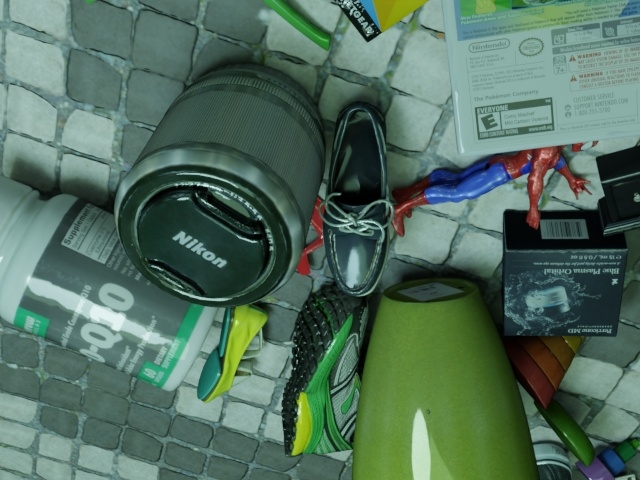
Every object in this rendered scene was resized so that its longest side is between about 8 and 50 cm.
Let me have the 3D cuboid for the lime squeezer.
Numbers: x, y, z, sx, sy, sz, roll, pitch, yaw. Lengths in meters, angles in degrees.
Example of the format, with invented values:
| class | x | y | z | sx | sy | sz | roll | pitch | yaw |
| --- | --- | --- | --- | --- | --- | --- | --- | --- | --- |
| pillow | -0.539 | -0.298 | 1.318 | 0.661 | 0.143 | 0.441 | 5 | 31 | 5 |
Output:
| class | x | y | z | sx | sy | sz | roll | pitch | yaw |
| --- | --- | --- | --- | --- | --- | --- | --- | --- | --- |
| lime squeezer | -0.135 | -0.308 | 0.988 | 0.311 | 0.058 | 0.110 | 10 | 158 | 1 |

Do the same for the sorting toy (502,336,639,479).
| class | x | y | z | sx | sy | sz | roll | pitch | yaw |
| --- | --- | --- | --- | --- | --- | --- | --- | --- | --- |
| sorting toy | 0.410 | 0.253 | 1.291 | 0.126 | 0.127 | 0.365 | -38 | 118 | 0 |

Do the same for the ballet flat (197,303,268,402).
| class | x | y | z | sx | sy | sz | roll | pitch | yaw |
| --- | --- | --- | --- | --- | --- | --- | --- | --- | --- |
| ballet flat | -0.140 | 0.190 | 1.347 | 0.077 | 0.077 | 0.230 | 10 | 128 | -18 |

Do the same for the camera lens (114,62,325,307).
| class | x | y | z | sx | sy | sz | roll | pitch | yaw |
| --- | --- | --- | --- | --- | --- | --- | --- | --- | --- |
| camera lens | -0.112 | -0.071 | 1.012 | 0.220 | 0.274 | 0.219 | 5 | 128 | 7 |

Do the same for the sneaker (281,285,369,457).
| class | x | y | z | sx | sy | sz | roll | pitch | yaw |
| --- | --- | --- | --- | --- | --- | --- | --- | --- | --- |
| sneaker | 0.028 | 0.207 | 1.309 | 0.147 | 0.134 | 0.343 | 1 | 130 | -13 |

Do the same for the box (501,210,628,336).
| class | x | y | z | sx | sy | sz | roll | pitch | yaw |
| --- | --- | --- | --- | --- | --- | --- | --- | --- | --- |
| box | 0.330 | 0.046 | 1.134 | 0.156 | 0.093 | 0.158 | -1 | 128 | 11 |

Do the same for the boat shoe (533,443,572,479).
| class | x | y | z | sx | sy | sz | roll | pitch | yaw |
| --- | --- | --- | --- | --- | --- | --- | --- | --- | --- |
| boat shoe | 0.281 | 0.456 | 1.434 | 0.121 | 0.119 | 0.335 | 41 | 125 | -21 |

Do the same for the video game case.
| class | x | y | z | sx | sy | sz | roll | pitch | yaw |
| --- | --- | --- | --- | --- | --- | --- | --- | --- | --- |
| video game case | 0.296 | -0.256 | 0.880 | 0.329 | 0.036 | 0.299 | -6 | 108 | 10 |

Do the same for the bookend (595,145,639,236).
| class | x | y | z | sx | sy | sz | roll | pitch | yaw |
| --- | --- | --- | --- | --- | --- | --- | --- | --- | --- |
| bookend | 0.409 | -0.103 | 1.018 | 0.156 | 0.072 | 0.157 | -14 | 122 | 21 |

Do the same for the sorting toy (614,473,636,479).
| class | x | y | z | sx | sy | sz | roll | pitch | yaw |
| --- | --- | --- | --- | --- | --- | --- | --- | --- | --- |
| sorting toy | 0.514 | 0.429 | 1.424 | 0.075 | 0.044 | 0.083 | -24 | 119 | 17 |

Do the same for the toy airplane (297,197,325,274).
| class | x | y | z | sx | sy | sz | roll | pitch | yaw |
| --- | --- | --- | --- | --- | --- | --- | --- | --- | --- |
| toy airplane | 0.000 | 0.000 | 1.200 | 0.151 | 0.028 | 0.151 | 5 | 128 | 6 |

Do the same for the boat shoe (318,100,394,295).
| class | x | y | z | sx | sy | sz | roll | pitch | yaw |
| --- | --- | --- | --- | --- | --- | --- | --- | --- | --- |
| boat shoe | 0.048 | -0.049 | 1.055 | 0.095 | 0.079 | 0.254 | 7 | 98 | 6 |

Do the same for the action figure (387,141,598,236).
| class | x | y | z | sx | sy | sz | roll | pitch | yaw |
| --- | --- | --- | --- | --- | --- | --- | --- | --- | --- |
| action figure | 0.241 | -0.058 | 1.073 | 0.280 | 0.091 | 0.139 | -26 | 110 | 28 |

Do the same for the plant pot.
| class | x | y | z | sx | sy | sz | roll | pitch | yaw |
| --- | --- | --- | --- | --- | --- | --- | --- | --- | --- |
| plant pot | 0.167 | 0.211 | 1.192 | 0.275 | 0.275 | 0.293 | -4 | 102 | 13 |

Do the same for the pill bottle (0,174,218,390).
| class | x | y | z | sx | sy | sz | roll | pitch | yaw |
| --- | --- | --- | --- | --- | --- | --- | --- | --- | --- |
| pill bottle | -0.333 | 0.059 | 1.196 | 0.361 | 0.204 | 0.204 | 26 | 127 | -9 |

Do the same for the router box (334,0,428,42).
| class | x | y | z | sx | sy | sz | roll | pitch | yaw |
| --- | --- | --- | --- | --- | --- | --- | --- | --- | --- |
| router box | 0.053 | -0.333 | 0.926 | 0.133 | 0.046 | 0.179 | -30 | 116 | 27 |
